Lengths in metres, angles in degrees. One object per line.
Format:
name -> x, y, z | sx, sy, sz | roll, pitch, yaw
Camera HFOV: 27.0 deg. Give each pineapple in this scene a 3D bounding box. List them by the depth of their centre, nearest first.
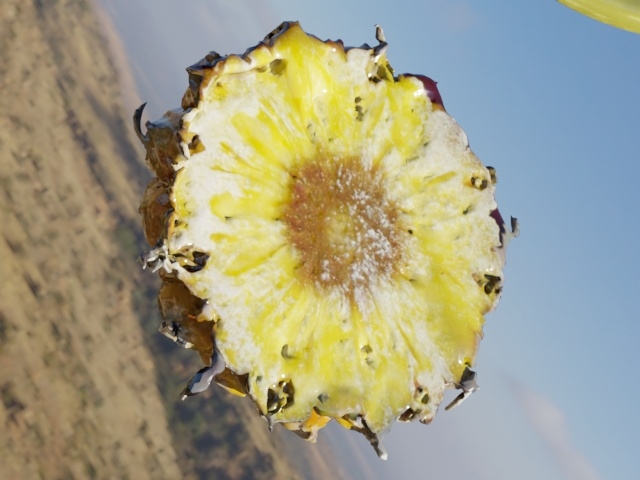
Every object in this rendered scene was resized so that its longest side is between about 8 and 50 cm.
pineapple -> 0.000, 0.000, 0.609 | 0.047, 0.221, 0.221 | -20, -76, 51

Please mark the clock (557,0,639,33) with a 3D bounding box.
clock -> 0.143, -0.192, 0.491 | 0.237, 0.237, 0.057 | 60, 5, -11
